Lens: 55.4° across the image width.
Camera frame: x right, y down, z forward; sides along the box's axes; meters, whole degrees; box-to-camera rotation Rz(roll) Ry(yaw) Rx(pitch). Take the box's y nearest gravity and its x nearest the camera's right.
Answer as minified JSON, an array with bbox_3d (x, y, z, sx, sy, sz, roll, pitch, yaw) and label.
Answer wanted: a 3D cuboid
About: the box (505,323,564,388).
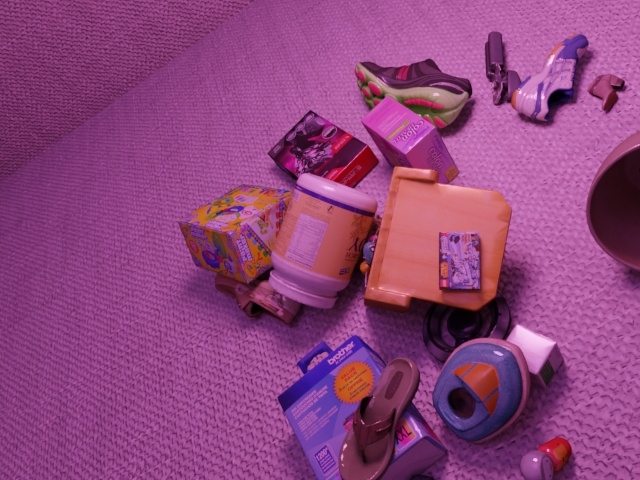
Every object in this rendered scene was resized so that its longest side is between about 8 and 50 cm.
[{"bbox_3d":[0.472,0.260,1.367,0.102,0.101,0.087,25,74,41],"label":"box"}]

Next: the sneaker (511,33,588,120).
[{"bbox_3d":[0.694,-0.464,1.767,0.296,0.112,0.131,-48,62,-3],"label":"sneaker"}]

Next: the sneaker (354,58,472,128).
[{"bbox_3d":[0.300,-0.503,2.028,0.202,0.185,0.482,-38,45,-21],"label":"sneaker"}]

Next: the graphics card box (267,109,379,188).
[{"bbox_3d":[0.001,-0.289,2.103,0.233,0.094,0.371,-45,44,-2],"label":"graphics card box"}]

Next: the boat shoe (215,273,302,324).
[{"bbox_3d":[-0.212,0.176,1.885,0.341,0.122,0.110,9,63,37],"label":"boat shoe"}]

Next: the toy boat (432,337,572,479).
[{"bbox_3d":[0.377,0.362,1.283,0.318,0.148,0.268,44,126,31],"label":"toy boat"}]

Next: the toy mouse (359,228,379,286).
[{"bbox_3d":[0.136,0.024,1.687,0.031,0.143,0.161,13,36,6],"label":"toy mouse"}]

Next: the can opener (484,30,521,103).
[{"bbox_3d":[0.576,-0.545,1.929,0.095,0.076,0.284,8,57,1],"label":"can opener"}]

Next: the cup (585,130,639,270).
[{"bbox_3d":[0.764,-0.124,1.339,0.331,0.331,0.237,-9,28,29],"label":"cup"}]

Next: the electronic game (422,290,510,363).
[{"bbox_3d":[0.360,0.206,1.520,0.229,0.048,0.229,-24,42,24],"label":"electronic game"}]

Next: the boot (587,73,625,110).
[{"bbox_3d":[0.785,-0.413,1.698,0.118,0.042,0.087,-51,39,-10],"label":"boot"}]

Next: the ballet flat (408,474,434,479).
[{"bbox_3d":[0.233,0.602,1.304,0.074,0.074,0.203,-20,47,21],"label":"ballet flat"}]

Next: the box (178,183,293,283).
[{"bbox_3d":[-0.240,-0.033,1.930,0.279,0.177,0.289,-34,31,-33],"label":"box"}]

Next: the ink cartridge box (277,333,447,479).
[{"bbox_3d":[0.075,0.424,1.490,0.270,0.151,0.395,-40,43,3],"label":"ink cartridge box"}]

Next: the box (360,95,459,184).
[{"bbox_3d":[0.267,-0.282,1.829,0.117,0.213,0.243,-43,45,0],"label":"box"}]

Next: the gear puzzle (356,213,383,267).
[{"bbox_3d":[0.070,-0.016,1.892,0.338,0.044,0.176,15,78,44],"label":"gear puzzle"}]

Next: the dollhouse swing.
[{"bbox_3d":[0.297,0.023,1.589,0.304,0.315,0.347,12,80,6],"label":"dollhouse swing"}]

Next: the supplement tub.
[{"bbox_3d":[0.000,0.000,1.728,0.241,0.241,0.332,28,102,44],"label":"supplement tub"}]

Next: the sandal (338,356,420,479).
[{"bbox_3d":[0.116,0.383,1.324,0.120,0.086,0.303,9,64,38],"label":"sandal"}]

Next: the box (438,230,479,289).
[{"bbox_3d":[0.324,0.048,1.425,0.093,0.027,0.137,0,78,13],"label":"box"}]
